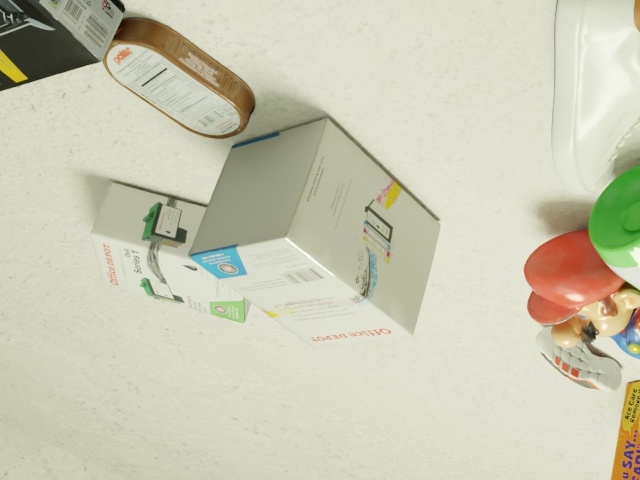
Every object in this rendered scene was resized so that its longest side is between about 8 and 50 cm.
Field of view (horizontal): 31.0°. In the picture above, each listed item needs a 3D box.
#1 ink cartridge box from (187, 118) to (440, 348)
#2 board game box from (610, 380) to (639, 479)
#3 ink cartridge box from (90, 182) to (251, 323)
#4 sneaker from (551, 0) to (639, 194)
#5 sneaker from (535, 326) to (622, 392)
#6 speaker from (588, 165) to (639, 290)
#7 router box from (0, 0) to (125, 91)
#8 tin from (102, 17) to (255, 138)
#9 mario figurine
[{"bbox_3d":[0.000,0.000,1.388,0.171,0.168,0.232,-11,140,42],"label":"ink cartridge box"},{"bbox_3d":[0.631,0.396,1.528,0.356,0.357,0.356,33,148,-24],"label":"board game box"},{"bbox_3d":[-0.200,0.019,1.613,0.219,0.093,0.160,14,151,6],"label":"ink cartridge box"},{"bbox_3d":[0.281,-0.133,1.062,0.123,0.106,0.290,11,149,18],"label":"sneaker"},{"bbox_3d":[0.349,0.174,1.613,0.158,0.061,0.065,33,154,-24],"label":"sneaker"},{"bbox_3d":[0.427,0.039,1.258,0.296,0.131,0.131,34,147,-27],"label":"speaker"},{"bbox_3d":[-0.396,-0.287,1.202,0.243,0.081,0.309,-7,143,37],"label":"router box"},{"bbox_3d":[-0.160,-0.180,1.305,0.189,0.040,0.106,33,144,-26],"label":"tin"},{"bbox_3d":[0.359,0.111,1.385,0.320,0.170,0.198,30,151,-25],"label":"mario figurine"}]
